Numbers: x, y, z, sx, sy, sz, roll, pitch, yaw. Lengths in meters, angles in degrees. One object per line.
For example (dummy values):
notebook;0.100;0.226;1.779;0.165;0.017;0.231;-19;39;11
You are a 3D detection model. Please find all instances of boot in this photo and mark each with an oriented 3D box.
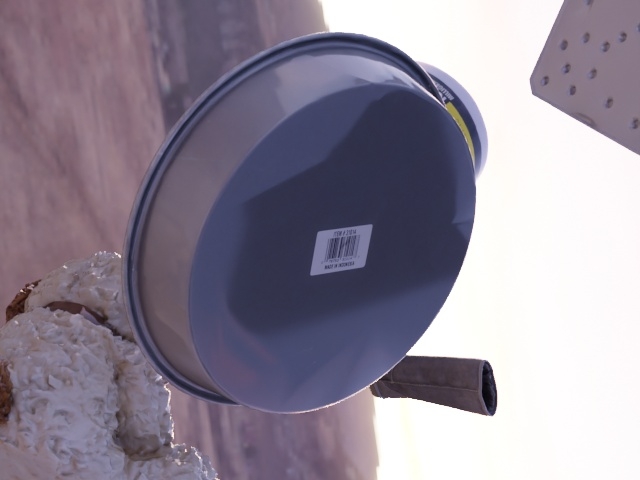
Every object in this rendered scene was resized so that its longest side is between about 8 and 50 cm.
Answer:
boot;0.157;0.185;1.920;0.076;0.209;0.189;-49;128;-33

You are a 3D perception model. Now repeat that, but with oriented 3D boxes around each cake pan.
cake pan;0.000;0.000;0.894;0.054;0.293;0.293;34;-39;45

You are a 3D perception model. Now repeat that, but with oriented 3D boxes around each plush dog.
plush dog;-0.199;0.098;1.015;0.225;0.263;0.210;-65;150;-43

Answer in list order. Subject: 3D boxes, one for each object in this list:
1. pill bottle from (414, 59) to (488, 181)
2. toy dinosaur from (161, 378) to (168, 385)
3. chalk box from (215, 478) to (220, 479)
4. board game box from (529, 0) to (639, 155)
pill bottle;0.033;-0.058;1.432;0.334;0.188;0.187;-41;137;-39
toy dinosaur;-0.274;0.221;1.158;0.127;0.295;0.200;44;-26;-24
chalk box;-0.249;0.455;1.747;0.179;0.180;0.289;-48;154;-47
board game box;0.407;-0.246;1.178;0.390;0.050;0.390;41;-65;47
